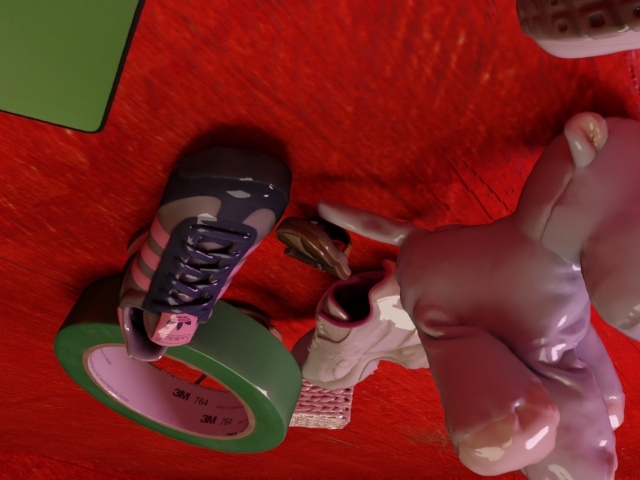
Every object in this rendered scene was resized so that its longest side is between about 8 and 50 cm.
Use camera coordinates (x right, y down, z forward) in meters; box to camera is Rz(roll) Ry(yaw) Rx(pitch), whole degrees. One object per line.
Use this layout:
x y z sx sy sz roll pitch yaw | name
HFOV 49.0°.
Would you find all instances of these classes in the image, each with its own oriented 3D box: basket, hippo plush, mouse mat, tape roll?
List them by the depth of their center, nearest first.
-0.207 -0.133 0.463 0.153 0.007 0.190 13 155 -21 | mouse mat
0.199 0.024 0.555 0.234 0.294 0.236 13 131 -45 | hippo plush
-0.186 0.173 0.931 0.321 0.077 0.321 13 143 10 | tape roll
-0.028 0.255 1.181 0.167 0.103 0.113 5 157 -6 | basket

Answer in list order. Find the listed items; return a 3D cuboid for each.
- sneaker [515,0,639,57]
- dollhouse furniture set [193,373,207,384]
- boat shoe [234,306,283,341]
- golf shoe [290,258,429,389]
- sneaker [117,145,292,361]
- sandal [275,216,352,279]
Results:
0.231 -0.136 0.290 0.297 0.111 0.129 -13 157 34 | sneaker
-0.167 0.146 1.072 0.081 0.091 0.114 46 120 1 | dollhouse furniture set
-0.101 0.139 0.984 0.064 0.060 0.178 -5 154 18 | boat shoe
0.040 0.097 0.849 0.140 0.115 0.306 35 143 -22 | golf shoe
-0.114 0.028 0.655 0.112 0.131 0.319 13 154 -21 | sneaker
0.000 0.000 0.673 0.072 0.049 0.180 24 171 10 | sandal
